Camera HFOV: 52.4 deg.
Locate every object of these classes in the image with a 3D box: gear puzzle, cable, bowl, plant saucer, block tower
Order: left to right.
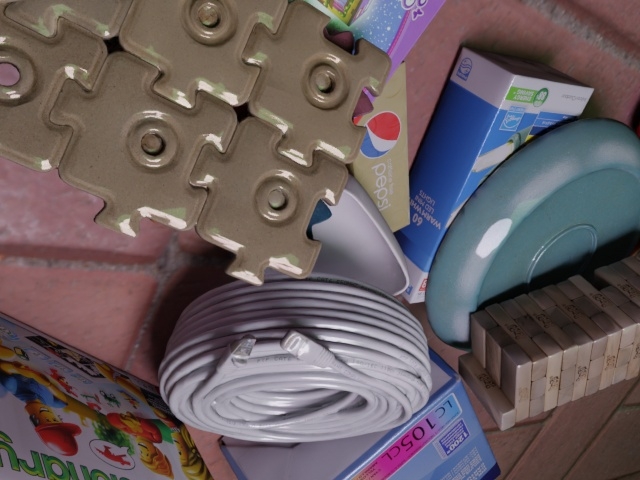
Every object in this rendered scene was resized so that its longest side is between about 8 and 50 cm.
[{"bbox_3d":[-0.127,-0.104,0.360,0.339,0.044,0.175,24,82,-25],"label":"gear puzzle"},{"bbox_3d":[-0.025,0.125,0.625,0.257,0.089,0.257,23,140,-36],"label":"cable"},{"bbox_3d":[0.000,0.000,0.595,0.142,0.053,0.142,-17,127,27],"label":"bowl"},{"bbox_3d":[0.261,0.015,0.736,0.318,0.043,0.317,-18,132,-22],"label":"plant saucer"},{"bbox_3d":[0.319,0.087,0.703,0.336,0.091,0.097,-19,128,-10],"label":"block tower"}]

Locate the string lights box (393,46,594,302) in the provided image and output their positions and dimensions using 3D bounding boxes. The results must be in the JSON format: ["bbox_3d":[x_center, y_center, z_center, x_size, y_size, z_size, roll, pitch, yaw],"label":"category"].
[{"bbox_3d":[0.167,-0.062,0.698,0.133,0.077,0.259,-3,125,-36],"label":"string lights box"}]

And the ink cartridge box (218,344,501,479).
[{"bbox_3d":[0.085,0.306,0.886,0.270,0.151,0.395,-38,140,-6],"label":"ink cartridge box"}]

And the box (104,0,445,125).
[{"bbox_3d":[-0.019,-0.187,0.431,0.201,0.057,0.293,30,103,-29],"label":"box"}]

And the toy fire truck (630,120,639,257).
[{"bbox_3d":[0.502,-0.073,0.904,0.302,0.169,0.254,-57,155,15],"label":"toy fire truck"}]

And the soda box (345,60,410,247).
[{"bbox_3d":[0.041,-0.083,0.599,0.061,0.058,0.181,-27,135,-18],"label":"soda box"}]

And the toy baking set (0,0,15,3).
[{"bbox_3d":[-0.219,-0.195,0.261,0.197,0.030,0.256,-45,112,-21],"label":"toy baking set"}]

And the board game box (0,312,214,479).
[{"bbox_3d":[-0.197,0.153,0.506,0.053,0.193,0.305,-44,139,0],"label":"board game box"}]
